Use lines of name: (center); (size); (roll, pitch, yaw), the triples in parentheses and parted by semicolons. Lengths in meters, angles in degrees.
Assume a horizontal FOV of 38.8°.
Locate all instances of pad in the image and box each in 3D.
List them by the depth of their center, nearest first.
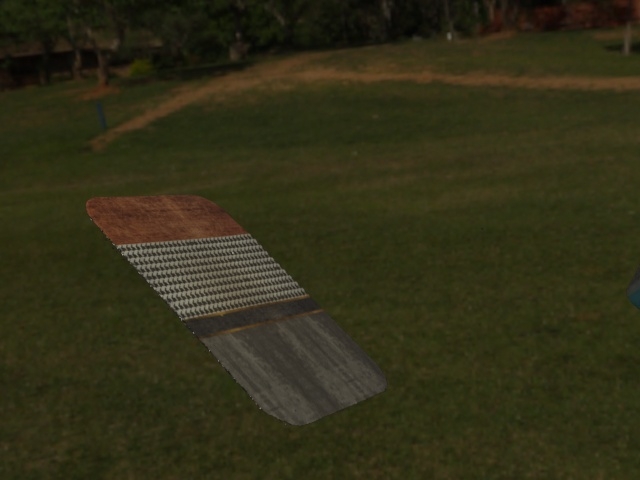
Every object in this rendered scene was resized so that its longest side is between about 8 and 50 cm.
pad: (-0.008, 0.017, 0.768); (0.250, 0.055, 0.323); (43, 43, 22)

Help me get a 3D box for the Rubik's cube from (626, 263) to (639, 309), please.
Rubik's cube: (0.503, -0.016, 0.793); (0.291, 0.290, 0.291); (-51, -4, -35)
